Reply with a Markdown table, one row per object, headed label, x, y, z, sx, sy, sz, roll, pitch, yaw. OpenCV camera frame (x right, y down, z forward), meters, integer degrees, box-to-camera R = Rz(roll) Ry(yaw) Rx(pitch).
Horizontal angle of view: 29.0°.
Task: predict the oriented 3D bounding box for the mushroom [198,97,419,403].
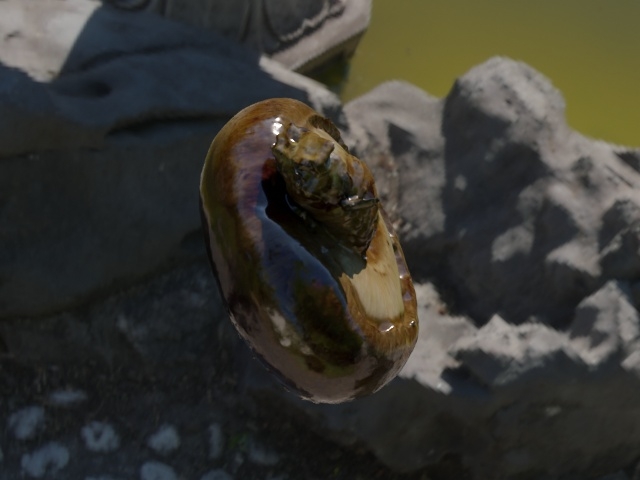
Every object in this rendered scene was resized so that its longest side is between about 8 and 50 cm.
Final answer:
| label | x | y | z | sx | sy | sz | roll | pitch | yaw |
| --- | --- | --- | --- | --- | --- | --- | --- | --- | --- |
| mushroom | -0.012 | 0.008 | 1.135 | 0.163 | 0.278 | 0.297 | -18 | 56 | 6 |
